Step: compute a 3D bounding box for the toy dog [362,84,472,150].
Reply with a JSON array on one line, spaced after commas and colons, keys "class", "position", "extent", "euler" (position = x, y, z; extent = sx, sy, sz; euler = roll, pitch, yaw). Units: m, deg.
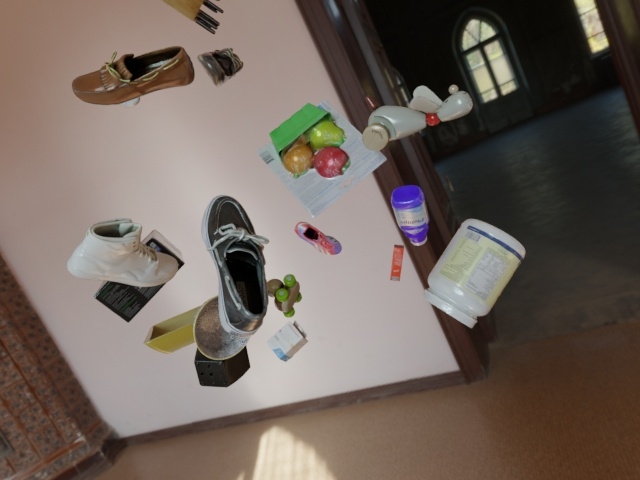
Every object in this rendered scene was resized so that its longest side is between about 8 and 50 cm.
[{"class": "toy dog", "position": [0.269, -0.406, 1.345], "extent": [0.334, 0.161, 0.220], "euler": [-23, 19, 8]}]

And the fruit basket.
[{"class": "fruit basket", "position": [-0.001, -0.295, 1.557], "extent": [0.327, 0.353, 0.165], "euler": [-40, -16, -4]}]

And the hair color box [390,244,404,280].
[{"class": "hair color box", "position": [0.318, 0.092, 1.833], "extent": [0.043, 0.141, 0.072], "euler": [6, 10, 9]}]

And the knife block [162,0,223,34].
[{"class": "knife block", "position": [-0.492, -0.841, 1.569], "extent": [0.276, 0.242, 0.088], "euler": [-30, 50, -23]}]

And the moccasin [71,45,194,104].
[{"class": "moccasin", "position": [-0.596, -0.526, 1.385], "extent": [0.380, 0.139, 0.147], "euler": [-8, -25, 3]}]

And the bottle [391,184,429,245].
[{"class": "bottle", "position": [0.347, -0.086, 1.659], "extent": [0.118, 0.283, 0.092], "euler": [-7, 53, 18]}]

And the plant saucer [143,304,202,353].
[{"class": "plant saucer", "position": [-0.463, 0.312, 1.633], "extent": [0.333, 0.081, 0.333], "euler": [-22, 6, -16]}]

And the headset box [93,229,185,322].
[{"class": "headset box", "position": [-0.581, 0.101, 1.439], "extent": [0.246, 0.131, 0.283], "euler": [-47, 19, -8]}]

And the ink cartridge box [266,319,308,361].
[{"class": "ink cartridge box", "position": [-0.124, 0.399, 1.763], "extent": [0.143, 0.092, 0.090], "euler": [-41, -27, -6]}]

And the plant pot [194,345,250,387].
[{"class": "plant pot", "position": [-0.416, 0.501, 1.822], "extent": [0.188, 0.187, 0.167], "euler": [-1, 23, 12]}]

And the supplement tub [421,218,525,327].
[{"class": "supplement tub", "position": [0.523, 0.114, 1.529], "extent": [0.324, 0.235, 0.235], "euler": [-58, 9, 2]}]

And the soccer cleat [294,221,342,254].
[{"class": "soccer cleat", "position": [0.000, 0.000, 1.807], "extent": [0.083, 0.248, 0.095], "euler": [-58, 30, -1]}]

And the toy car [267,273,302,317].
[{"class": "toy car", "position": [-0.193, 0.220, 1.872], "extent": [0.188, 0.155, 0.149], "euler": [11, 53, 21]}]

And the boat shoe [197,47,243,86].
[{"class": "boat shoe", "position": [-0.371, -0.673, 1.666], "extent": [0.130, 0.132, 0.355], "euler": [-33, 25, 6]}]

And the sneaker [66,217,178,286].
[{"class": "sneaker", "position": [-0.483, 0.031, 1.166], "extent": [0.293, 0.108, 0.169], "euler": [7, -47, -49]}]

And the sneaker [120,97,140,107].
[{"class": "sneaker", "position": [-0.762, -0.541, 1.661], "extent": [0.152, 0.053, 0.061], "euler": [2, -14, -5]}]

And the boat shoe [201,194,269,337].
[{"class": "boat shoe", "position": [-0.158, 0.023, 0.835], "extent": [0.113, 0.306, 0.105], "euler": [6, -36, -25]}]

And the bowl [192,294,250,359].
[{"class": "bowl", "position": [-0.261, 0.210, 1.124], "extent": [0.170, 0.170, 0.080], "euler": [-32, 25, -34]}]
